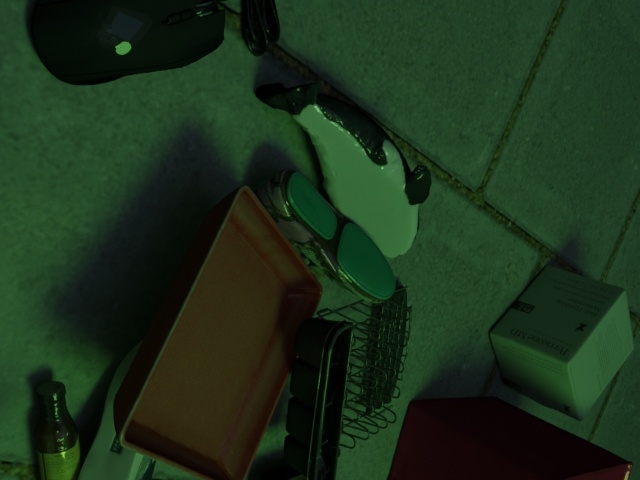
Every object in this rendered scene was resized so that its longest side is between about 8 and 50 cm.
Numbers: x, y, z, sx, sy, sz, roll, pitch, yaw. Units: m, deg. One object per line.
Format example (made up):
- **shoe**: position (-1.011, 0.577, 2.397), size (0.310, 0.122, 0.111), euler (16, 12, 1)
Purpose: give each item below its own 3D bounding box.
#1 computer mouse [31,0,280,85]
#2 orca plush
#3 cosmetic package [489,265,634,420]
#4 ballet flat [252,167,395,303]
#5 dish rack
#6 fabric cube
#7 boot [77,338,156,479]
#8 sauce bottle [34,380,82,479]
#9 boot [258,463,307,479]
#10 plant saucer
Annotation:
- **computer mouse**: position (-0.133, -0.243, 0.662), size (0.262, 0.060, 0.184), euler (-21, 119, -37)
- **orca plush**: position (0.031, -0.100, 0.872), size (0.151, 0.102, 0.287), euler (-33, 129, 28)
- **cosmetic package**: position (0.412, 0.171, 1.247), size (0.183, 0.151, 0.152), euler (-43, 129, -25)
- **ballet flat**: position (0.000, 0.000, 0.857), size (0.221, 0.079, 0.077), euler (43, 50, -33)
- **dish rack**: position (0.056, 0.171, 0.949), size (0.271, 0.074, 0.209), euler (-14, 115, -52)
- **fabric cube**: position (0.276, 0.412, 1.133), size (0.254, 0.258, 0.259), euler (10, 98, -45)
- **boot**: position (-0.191, 0.192, 0.771), size (0.086, 0.069, 0.190), euler (86, 26, -67)
- **sauce bottle**: position (-0.256, 0.200, 0.718), size (0.042, 0.042, 0.128), euler (-14, 116, -39)
- **boot**: position (0.002, 0.393, 0.989), size (0.248, 0.090, 0.207), euler (3, 104, -40)
- **plant saucer**: position (-0.100, 0.109, 0.762), size (0.259, 0.047, 0.258), euler (-67, 153, -20)
